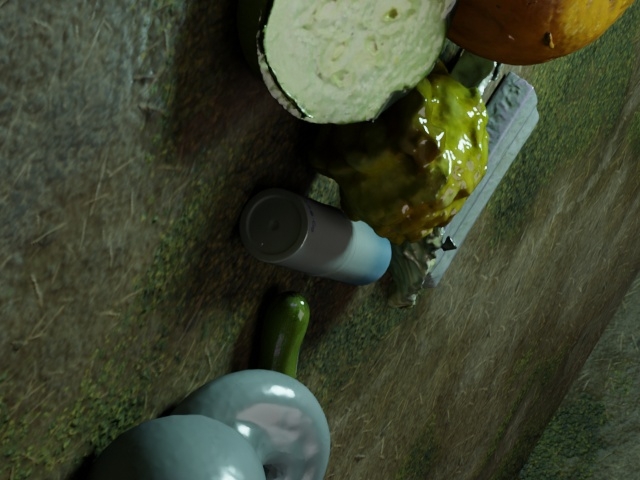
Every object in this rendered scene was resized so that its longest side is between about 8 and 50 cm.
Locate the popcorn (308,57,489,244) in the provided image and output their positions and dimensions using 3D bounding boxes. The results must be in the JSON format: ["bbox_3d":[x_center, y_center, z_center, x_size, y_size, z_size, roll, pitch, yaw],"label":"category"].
[{"bbox_3d":[0.075,-0.094,1.398,0.156,0.197,0.197,-2,119,-47],"label":"popcorn"}]

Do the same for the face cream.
[{"bbox_3d":[0.000,0.000,1.470,0.077,0.077,0.250,-63,157,4],"label":"face cream"}]

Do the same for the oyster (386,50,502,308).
[{"bbox_3d":[0.129,-0.089,1.644,0.201,0.107,0.354,-27,133,-87],"label":"oyster"}]

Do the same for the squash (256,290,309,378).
[{"bbox_3d":[-0.045,0.125,1.563,0.052,0.052,0.183,-41,152,-41],"label":"squash"}]

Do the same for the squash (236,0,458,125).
[{"bbox_3d":[0.008,-0.219,1.230,0.220,0.133,0.220,-28,137,-30],"label":"squash"}]

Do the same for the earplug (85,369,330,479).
[{"bbox_3d":[-0.102,0.253,1.423,0.325,0.175,0.214,-18,126,-60],"label":"earplug"}]

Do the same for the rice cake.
[{"bbox_3d":[0.198,-0.073,1.855,0.298,0.050,0.106,-58,158,-9],"label":"rice cake"}]

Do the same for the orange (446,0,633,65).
[{"bbox_3d":[0.207,-0.310,1.348,0.284,0.226,0.284,-40,153,-26],"label":"orange"}]
